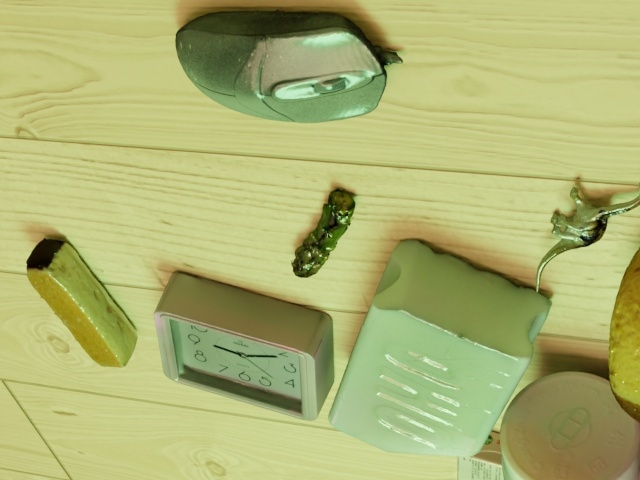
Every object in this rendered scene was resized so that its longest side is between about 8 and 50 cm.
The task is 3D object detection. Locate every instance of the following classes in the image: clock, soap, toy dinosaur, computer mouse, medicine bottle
[{"bbox_3d":[-0.086,0.124,2.021,0.197,0.063,0.150,16,145,13],"label":"clock"},{"bbox_3d":[0.120,0.132,1.873,0.173,0.095,0.289,23,146,3],"label":"soap"},{"bbox_3d":[0.238,-0.013,1.654,0.058,0.037,0.180,36,144,-8],"label":"toy dinosaur"},{"bbox_3d":[-0.037,-0.153,1.607,0.229,0.068,0.113,6,144,26],"label":"computer mouse"},{"bbox_3d":[0.275,0.265,1.891,0.152,0.152,0.254,11,149,19],"label":"medicine bottle"}]

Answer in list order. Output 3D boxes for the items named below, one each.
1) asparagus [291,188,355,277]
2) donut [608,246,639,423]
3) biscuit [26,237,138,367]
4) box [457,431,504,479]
[{"bbox_3d":[0.000,0.000,1.826,0.036,0.030,0.165,20,147,-10],"label":"asparagus"},{"bbox_3d":[0.340,0.124,1.687,0.112,0.151,0.295,16,147,31],"label":"donut"},{"bbox_3d":[-0.280,0.074,2.081,0.052,0.056,0.188,-2,137,31],"label":"biscuit"},{"bbox_3d":[0.207,0.276,2.060,0.089,0.043,0.125,16,145,14],"label":"box"}]
